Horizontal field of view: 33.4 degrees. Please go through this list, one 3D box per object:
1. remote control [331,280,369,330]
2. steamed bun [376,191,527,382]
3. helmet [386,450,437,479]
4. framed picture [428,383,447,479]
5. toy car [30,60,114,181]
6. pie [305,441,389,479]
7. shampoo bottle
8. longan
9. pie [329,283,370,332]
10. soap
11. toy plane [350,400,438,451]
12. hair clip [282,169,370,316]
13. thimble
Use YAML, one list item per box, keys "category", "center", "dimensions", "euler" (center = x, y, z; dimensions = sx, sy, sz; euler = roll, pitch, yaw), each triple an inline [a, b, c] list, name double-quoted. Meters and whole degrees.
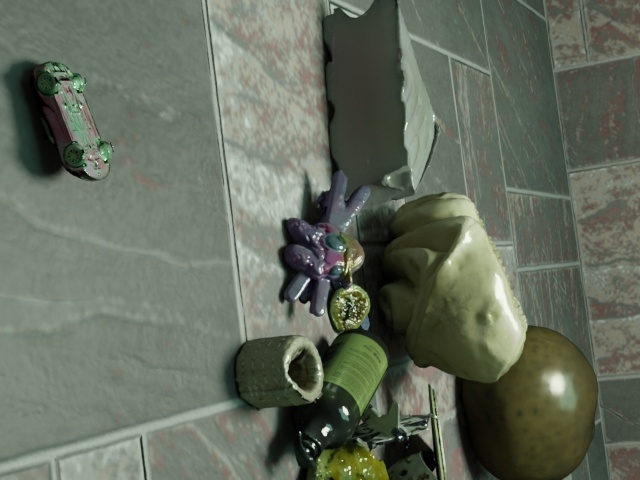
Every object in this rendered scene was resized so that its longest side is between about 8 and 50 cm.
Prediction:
- category: "remote control"
  center: [0.045, 0.092, 1.809]
  dimensions: [0.043, 0.027, 0.152]
  euler: [-54, 128, -48]
- category: "steamed bun"
  center: [0.224, 0.094, 1.944]
  dimensions: [0.352, 0.247, 0.339]
  euler: [64, 8, 2]
- category: "helmet"
  center: [0.153, 0.453, 1.821]
  dimensions: [0.153, 0.107, 0.177]
  euler: [-87, 170, -83]
- category: "framed picture"
  center: [0.218, 0.416, 1.934]
  dimensions: [0.274, 0.017, 0.217]
  euler: [78, 7, -53]
- category: "toy car"
  center: [-0.279, -0.129, 1.178]
  dimensions: [0.142, 0.055, 0.069]
  euler: [69, 18, -2]
- category: "pie"
  center: [0.053, 0.441, 1.657]
  dimensions: [0.277, 0.079, 0.277]
  euler: [-8, 90, -66]
- category: "shampoo bottle"
  center: [0.021, 0.244, 1.623]
  dimensions: [0.284, 0.101, 0.101]
  euler: [-53, 129, -56]
- category: "longan"
  center: [0.444, 0.353, 2.280]
  dimensions: [0.288, 0.288, 0.350]
  euler: [-16, 105, -64]
- category: "pie"
  center: [0.048, 0.114, 1.780]
  dimensions: [0.084, 0.021, 0.084]
  euler: [-6, 101, -34]
- category: "soap"
  center: [0.083, -0.234, 1.849]
  dimensions: [0.302, 0.159, 0.258]
  euler: [65, 32, -28]
- category: "toy plane"
  center: [0.096, 0.295, 1.690]
  dimensions: [0.234, 0.160, 0.082]
  euler: [149, -71, -74]
- category: "hair clip"
  center: [0.008, -0.010, 1.699]
  dimensions: [0.137, 0.090, 0.278]
  euler: [31, 42, -14]
- category: "thimble"
  center: [-0.054, 0.185, 1.500]
  dimensions: [0.115, 0.090, 0.102]
  euler: [-24, 104, -65]
